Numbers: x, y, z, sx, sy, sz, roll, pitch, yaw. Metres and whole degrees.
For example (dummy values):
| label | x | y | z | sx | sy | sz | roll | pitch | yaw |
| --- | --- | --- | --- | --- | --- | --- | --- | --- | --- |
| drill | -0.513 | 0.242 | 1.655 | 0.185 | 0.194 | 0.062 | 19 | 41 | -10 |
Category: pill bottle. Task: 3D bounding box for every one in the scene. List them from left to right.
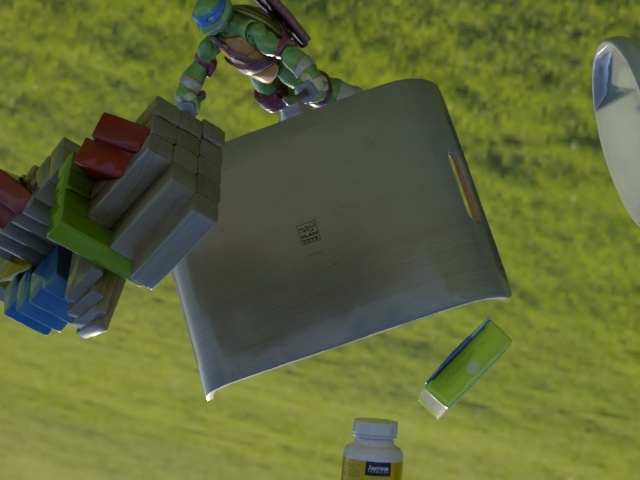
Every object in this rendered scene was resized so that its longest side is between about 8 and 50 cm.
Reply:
| label | x | y | z | sx | sy | sz | roll | pitch | yaw |
| --- | --- | --- | --- | --- | --- | --- | --- | --- | --- |
| pill bottle | 0.053 | 0.246 | 1.552 | 0.065 | 0.116 | 0.065 | 4 | 179 | 0 |

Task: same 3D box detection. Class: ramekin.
| label | x | y | z | sx | sy | sz | roll | pitch | yaw |
| --- | --- | --- | --- | --- | --- | --- | --- | --- | --- |
| ramekin | 0.475 | -0.158 | 2.027 | 0.127 | 0.273 | 0.273 | -15 | 163 | -3 |

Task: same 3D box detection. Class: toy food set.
| label | x | y | z | sx | sy | sz | roll | pitch | yaw |
| --- | --- | --- | --- | --- | --- | --- | --- | --- | --- |
| toy food set | 0.000 | 0.000 | 1.385 | 0.306 | 0.220 | 0.092 | -20 | 165 | 10 |

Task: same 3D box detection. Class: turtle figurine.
| label | x | y | z | sx | sy | sz | roll | pitch | yaw |
| --- | --- | --- | --- | --- | --- | --- | --- | --- | --- |
| turtle figurine | -0.077 | -0.176 | 1.874 | 0.198 | 0.275 | 0.266 | -36 | 143 | 21 |

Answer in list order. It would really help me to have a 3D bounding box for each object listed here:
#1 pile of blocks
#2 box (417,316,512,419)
| label | x | y | z | sx | sy | sz | roll | pitch | yaw |
| --- | --- | --- | --- | --- | --- | --- | --- | --- | --- |
| pile of blocks | -0.213 | -0.007 | 1.167 | 0.112 | 0.149 | 0.362 | 30 | 149 | -24 |
| box | 0.164 | 0.148 | 1.700 | 0.042 | 0.109 | 0.178 | 43 | 173 | 8 |
